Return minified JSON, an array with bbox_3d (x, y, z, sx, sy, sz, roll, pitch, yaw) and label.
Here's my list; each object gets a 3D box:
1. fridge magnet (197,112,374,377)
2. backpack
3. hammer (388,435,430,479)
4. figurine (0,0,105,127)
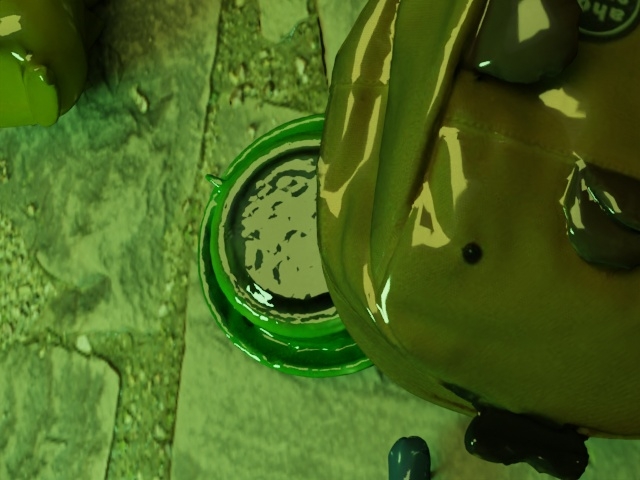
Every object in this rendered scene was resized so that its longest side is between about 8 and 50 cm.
[{"bbox_3d":[0.000,0.000,0.805,0.208,0.088,0.208,-4,76,18],"label":"fridge magnet"},{"bbox_3d":[0.175,-0.050,0.653,0.354,0.201,0.378,15,92,-2],"label":"backpack"},{"bbox_3d":[0.064,0.230,0.723,0.116,0.069,0.194,-7,66,22],"label":"hammer"},{"bbox_3d":[-0.267,-0.251,0.961,0.218,0.169,0.326,-2,75,6],"label":"figurine"}]
